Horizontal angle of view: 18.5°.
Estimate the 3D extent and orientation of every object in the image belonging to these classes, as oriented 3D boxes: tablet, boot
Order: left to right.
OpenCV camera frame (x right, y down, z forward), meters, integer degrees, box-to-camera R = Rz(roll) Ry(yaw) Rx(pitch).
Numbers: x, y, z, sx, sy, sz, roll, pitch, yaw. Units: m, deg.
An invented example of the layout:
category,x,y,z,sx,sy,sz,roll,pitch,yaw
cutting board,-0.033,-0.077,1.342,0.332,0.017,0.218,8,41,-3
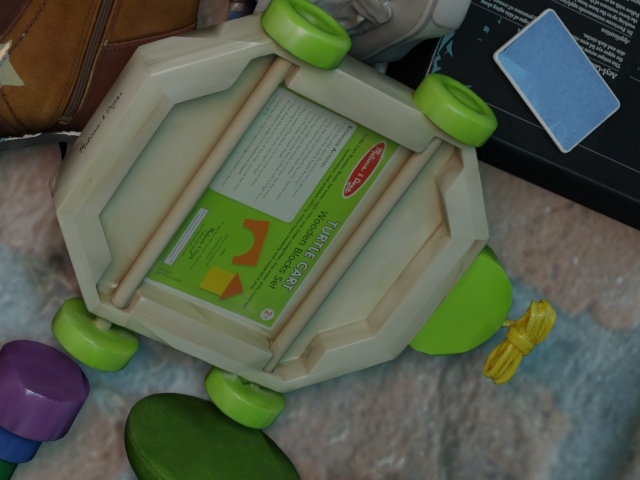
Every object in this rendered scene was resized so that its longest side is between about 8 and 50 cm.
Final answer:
category,x,y,z,sx,sy,sz,roll,pitch,yaw
boot,-0.182,-0.171,1.181,0.264,0.096,0.280,10,120,-13
boot,0.013,-0.165,1.229,0.123,0.258,0.095,1,78,-13
tablet,0.156,-0.105,1.297,0.054,0.006,0.083,-40,102,-13

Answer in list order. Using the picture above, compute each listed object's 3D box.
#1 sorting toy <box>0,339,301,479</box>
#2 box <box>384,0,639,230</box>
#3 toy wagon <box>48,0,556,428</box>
category,x,y,z,sx,sy,sz,roll,pitch,yaw
sorting toy,-0.072,0.195,1.301,0.365,0.127,0.126,25,113,-12
box,0.193,-0.124,1.362,0.261,0.103,0.184,23,81,-16
toy wagon,0.000,0.000,1.267,0.344,0.068,0.267,24,114,-30
